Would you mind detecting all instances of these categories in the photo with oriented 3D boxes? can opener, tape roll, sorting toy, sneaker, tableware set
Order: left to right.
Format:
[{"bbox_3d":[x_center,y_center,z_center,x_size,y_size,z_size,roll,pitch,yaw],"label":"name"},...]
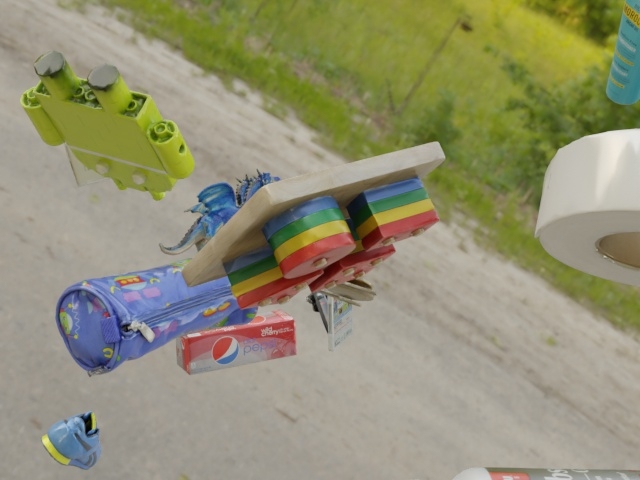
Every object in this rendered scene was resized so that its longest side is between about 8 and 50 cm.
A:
[{"bbox_3d":[-0.388,0.327,1.657,0.069,0.082,0.209,48,-7,14],"label":"sneaker"},{"bbox_3d":[-0.008,0.044,1.502,0.194,0.039,0.128,19,-15,-6],"label":"tableware set"},{"bbox_3d":[0.000,0.000,1.201,0.255,0.257,0.089,-17,77,-34],"label":"sorting toy"},{"bbox_3d":[0.013,0.147,2.114,0.059,0.073,0.186,61,6,-29],"label":"can opener"},{"bbox_3d":[0.403,-0.028,1.175,0.286,0.100,0.286,12,-15,3],"label":"tape roll"}]

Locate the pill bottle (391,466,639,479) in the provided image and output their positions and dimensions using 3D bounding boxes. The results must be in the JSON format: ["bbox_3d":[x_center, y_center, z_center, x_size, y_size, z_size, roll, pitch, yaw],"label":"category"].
[{"bbox_3d":[0.257,0.377,1.188,0.362,0.210,0.210,2,25,-3],"label":"pill bottle"}]

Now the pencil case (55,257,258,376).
[{"bbox_3d":[-0.210,0.090,1.373,0.133,0.119,0.306,3,12,39],"label":"pencil case"}]

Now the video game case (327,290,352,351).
[{"bbox_3d":[0.035,0.126,1.784,0.011,0.122,0.087,7,19,25],"label":"video game case"}]

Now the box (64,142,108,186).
[{"bbox_3d":[-0.439,-0.190,1.941,0.113,0.094,0.275,-17,20,-10],"label":"box"}]

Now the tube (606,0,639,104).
[{"bbox_3d":[0.449,-0.285,1.419,0.052,0.207,0.080,-28,55,-18],"label":"tube"}]

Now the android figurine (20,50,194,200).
[{"bbox_3d":[-0.285,-0.144,1.365,0.248,0.056,0.273,17,-27,18],"label":"android figurine"}]

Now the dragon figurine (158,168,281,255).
[{"bbox_3d":[-0.193,-0.049,1.834,0.289,0.085,0.144,-13,74,-32],"label":"dragon figurine"}]

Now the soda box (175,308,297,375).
[{"bbox_3d":[-0.186,0.226,2.229,0.263,0.092,0.083,-8,15,-26],"label":"soda box"}]
